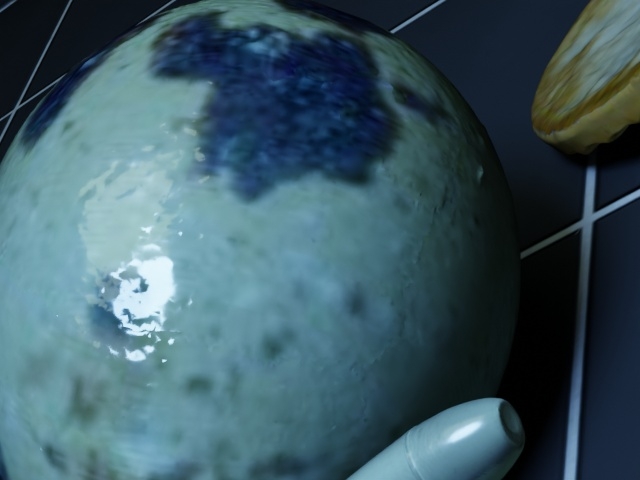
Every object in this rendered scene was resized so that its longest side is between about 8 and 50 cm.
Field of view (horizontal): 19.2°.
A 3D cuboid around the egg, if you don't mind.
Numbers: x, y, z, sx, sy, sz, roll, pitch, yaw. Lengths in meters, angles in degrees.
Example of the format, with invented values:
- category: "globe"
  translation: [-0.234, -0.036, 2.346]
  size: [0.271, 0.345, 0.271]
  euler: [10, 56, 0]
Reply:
- category: "egg"
  translation: [-0.052, 0.038, 1.188]
  size: [0.345, 0.345, 0.428]
  euler: [-24, 29, 38]

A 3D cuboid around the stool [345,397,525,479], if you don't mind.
- category: "stool"
  translation: [0.043, 0.215, 0.929]
  size: [0.199, 0.195, 0.195]
  euler: [-27, 28, 30]

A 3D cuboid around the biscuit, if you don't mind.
- category: "biscuit"
  translation: [0.235, -0.145, 1.376]
  size: [0.204, 0.040, 0.309]
  euler: [-51, 10, -2]
